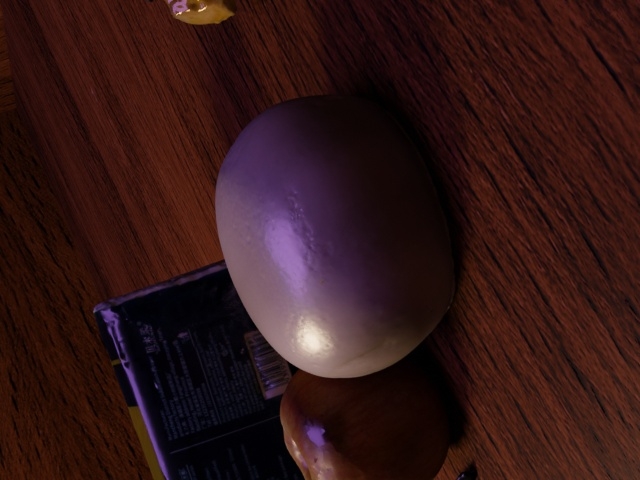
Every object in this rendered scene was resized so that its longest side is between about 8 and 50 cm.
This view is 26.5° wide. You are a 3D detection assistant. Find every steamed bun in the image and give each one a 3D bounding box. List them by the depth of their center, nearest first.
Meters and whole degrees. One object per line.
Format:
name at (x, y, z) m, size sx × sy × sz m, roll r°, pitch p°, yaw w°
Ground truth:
steamed bun at (0.000, 0.000, 1.522) m, size 0.324 × 0.206 × 0.324 m, roll 58°, pitch 161°, yaw 33°

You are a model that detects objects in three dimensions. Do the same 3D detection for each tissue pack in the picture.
tissue pack at (-0.143, 0.250, 2.012) m, size 0.253 × 0.264 × 0.416 m, roll 138°, pitch 112°, yaw -81°

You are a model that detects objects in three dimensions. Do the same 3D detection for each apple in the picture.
apple at (0.052, 0.224, 1.653) m, size 0.211 × 0.188 × 0.211 m, roll 159°, pitch 90°, yaw -77°

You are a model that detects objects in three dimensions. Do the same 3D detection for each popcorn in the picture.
popcorn at (-0.160, -0.356, 1.728) m, size 0.148 × 0.152 × 0.167 m, roll 14°, pitch 126°, yaw 36°

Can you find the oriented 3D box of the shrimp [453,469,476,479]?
shrimp at (0.182, 0.350, 1.609) m, size 0.217 × 0.051 × 0.150 m, roll 130°, pitch 133°, yaw -54°
